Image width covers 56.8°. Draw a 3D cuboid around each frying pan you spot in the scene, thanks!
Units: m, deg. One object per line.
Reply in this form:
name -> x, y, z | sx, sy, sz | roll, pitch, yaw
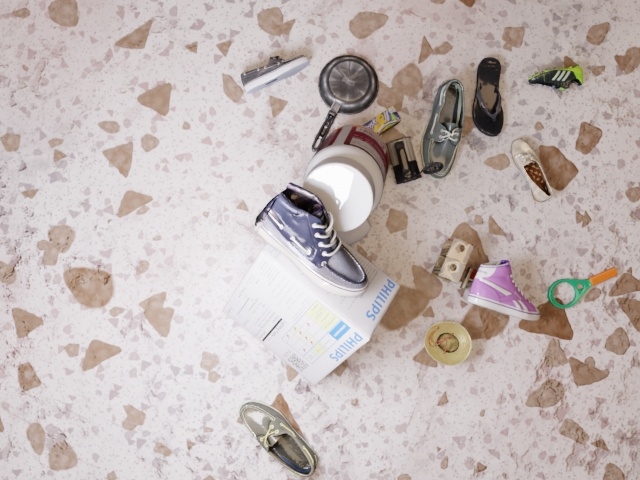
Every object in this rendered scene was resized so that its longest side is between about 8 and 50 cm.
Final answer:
frying pan -> 0.041, -0.461, 1.887 | 0.326, 0.053, 0.197 | -40, 88, -4

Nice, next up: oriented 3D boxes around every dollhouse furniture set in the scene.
dollhouse furniture set -> 0.461, 0.086, 1.829 | 0.183, 0.129, 0.129 | 24, 88, 1

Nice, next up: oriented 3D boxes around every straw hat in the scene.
straw hat -> 0.400, 0.321, 1.856 | 0.144, 0.061, 0.145 | -3, 79, 14

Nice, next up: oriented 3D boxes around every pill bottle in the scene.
pill bottle -> 0.075, -0.181, 1.680 | 0.223, 0.392, 0.224 | 4, 113, 9

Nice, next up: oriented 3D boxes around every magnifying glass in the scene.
magnifying glass -> 0.835, 0.143, 1.884 | 0.230, 0.026, 0.092 | -23, 88, 1

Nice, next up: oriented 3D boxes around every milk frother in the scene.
milk frother -> 0.293, -0.260, 1.842 | 0.143, 0.129, 0.135 | -15, 90, -7

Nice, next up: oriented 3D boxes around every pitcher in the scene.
pitcher -> 0.039, -0.059, 1.841 | 0.207, 0.125, 0.178 | -24, 81, 11

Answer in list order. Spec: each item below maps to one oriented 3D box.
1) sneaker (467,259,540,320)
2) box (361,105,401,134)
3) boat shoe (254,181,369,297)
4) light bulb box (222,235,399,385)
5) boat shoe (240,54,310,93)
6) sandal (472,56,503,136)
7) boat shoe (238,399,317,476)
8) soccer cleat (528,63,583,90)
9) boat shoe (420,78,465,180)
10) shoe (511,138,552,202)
sneaker -> 0.583, 0.148, 1.803 | 0.282, 0.102, 0.161 | 20, 84, -31
box -> 0.171, -0.356, 1.875 | 0.168, 0.059, 0.054 | -32, 90, -1
boat shoe -> 0.000, 0.000, 1.479 | 0.340, 0.158, 0.127 | 34, 47, -2
light bulb box -> -0.034, 0.167, 1.688 | 0.361, 0.358, 0.225 | 39, 48, 0
boat shoe -> -0.148, -0.545, 1.875 | 0.228, 0.080, 0.076 | -24, 90, 6
sandal -> 0.534, -0.458, 1.882 | 0.097, 0.054, 0.255 | -3, 88, 0
boat shoe -> -0.131, 0.610, 1.828 | 0.305, 0.091, 0.109 | 41, 88, 1
soccer cleat -> 0.753, -0.512, 1.885 | 0.178, 0.060, 0.073 | -10, 90, -3
boat shoe -> 0.390, -0.351, 1.856 | 0.116, 0.099, 0.320 | 10, 89, -2
shoe -> 0.675, -0.226, 1.874 | 0.076, 0.058, 0.219 | -26, 89, -1
